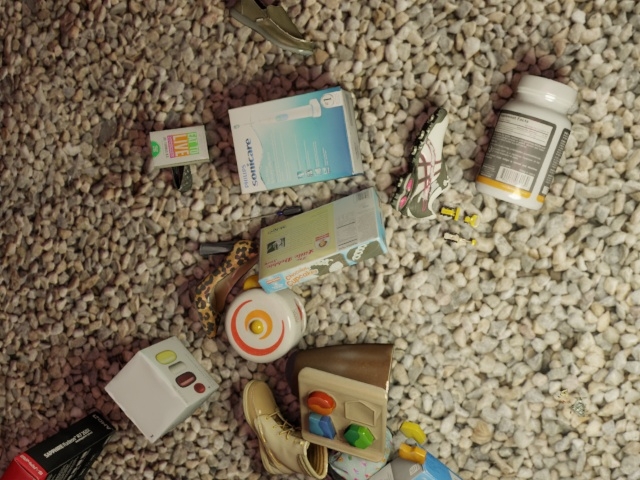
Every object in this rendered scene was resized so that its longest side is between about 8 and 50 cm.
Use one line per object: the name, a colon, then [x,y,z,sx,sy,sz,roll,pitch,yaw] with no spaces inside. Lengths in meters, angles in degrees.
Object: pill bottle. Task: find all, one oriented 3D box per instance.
pill bottle: [0.469,-0.221,1.648,0.162,0.162,0.279,21,98,13]

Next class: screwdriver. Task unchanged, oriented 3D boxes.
screwdriver: [-0.126,-0.070,1.902,0.169,0.024,0.025,-6,63,23]

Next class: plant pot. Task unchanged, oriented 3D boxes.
plant pot: [0.051,0.339,1.762,0.230,0.215,0.216,8,96,7]

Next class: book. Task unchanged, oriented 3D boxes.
book: [-0.372,-0.247,1.921,0.144,0.035,0.096,-9,81,-6]

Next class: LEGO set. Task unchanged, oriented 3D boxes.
LEGO set: [0.603,0.390,1.726,0.083,0.023,0.054,24,100,13]

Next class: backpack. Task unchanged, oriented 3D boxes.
backpack: [0.107,0.537,1.819,0.151,0.115,0.182,32,109,-2]

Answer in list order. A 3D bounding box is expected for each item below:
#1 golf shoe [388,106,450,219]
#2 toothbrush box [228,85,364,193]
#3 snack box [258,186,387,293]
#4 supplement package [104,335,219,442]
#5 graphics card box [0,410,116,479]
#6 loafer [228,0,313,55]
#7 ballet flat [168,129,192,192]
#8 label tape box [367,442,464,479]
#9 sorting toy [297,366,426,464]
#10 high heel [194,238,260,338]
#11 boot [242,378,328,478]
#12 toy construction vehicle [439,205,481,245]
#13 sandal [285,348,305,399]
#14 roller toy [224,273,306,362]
golf shoe: [0.263,-0.183,1.753,0.120,0.105,0.273,20,105,-3]
toothbrush box: [-0.060,-0.244,1.812,0.295,0.126,0.217,-9,92,15]
snack box: [0.000,0.000,1.790,0.321,0.187,0.060,-20,131,16]
supplement package: [-0.412,0.385,1.918,0.194,0.203,0.149,46,104,7]
graphics card box: [-0.721,0.618,1.936,0.094,0.371,0.233,37,104,10]
loafer: [-0.116,-0.545,1.822,0.251,0.094,0.087,34,106,11]
ballet flat: [-0.381,-0.213,1.944,0.057,0.049,0.173,-16,90,15]
label tape box: [0.193,0.676,1.768,0.333,0.106,0.240,-42,113,14]
sorting toy: [0.091,0.417,1.654,0.307,0.041,0.229,13,127,18]
high heel: [-0.231,0.127,1.901,0.186,0.093,0.262,-3,84,22]
boot: [-0.088,0.477,1.846,0.203,0.095,0.262,-11,96,47]
toy construction vehicle: [0.336,-0.035,1.769,0.098,0.035,0.086,11,86,12]
sandal: [-0.010,0.396,1.891,0.097,0.054,0.255,-25,97,23]
roller toy: [-0.140,0.208,1.857,0.191,0.146,0.209,32,101,11]
